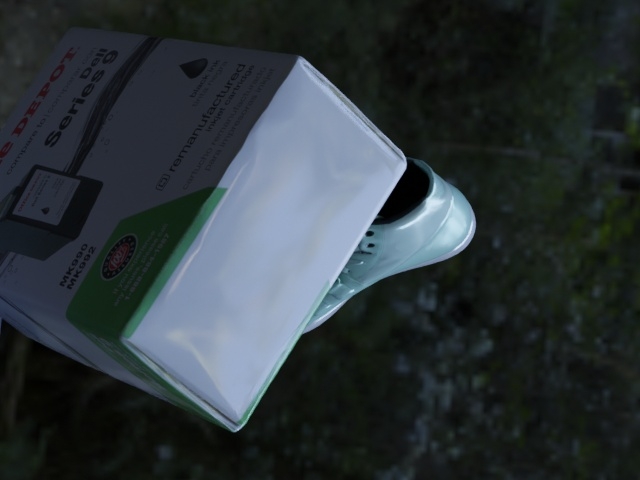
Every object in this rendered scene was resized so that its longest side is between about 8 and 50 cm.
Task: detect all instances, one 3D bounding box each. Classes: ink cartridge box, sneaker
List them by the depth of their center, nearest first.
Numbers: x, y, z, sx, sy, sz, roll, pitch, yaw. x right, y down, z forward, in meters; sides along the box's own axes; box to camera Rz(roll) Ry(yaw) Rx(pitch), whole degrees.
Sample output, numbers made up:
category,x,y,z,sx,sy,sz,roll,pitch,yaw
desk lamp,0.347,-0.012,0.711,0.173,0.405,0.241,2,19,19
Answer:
category,x,y,z,sx,sy,sz,roll,pitch,yaw
ink cartridge box,-0.115,-0.019,1.170,0.289,0.121,0.211,14,-111,52
sneaker,0.000,-0.001,1.530,0.094,0.256,0.151,68,9,24
